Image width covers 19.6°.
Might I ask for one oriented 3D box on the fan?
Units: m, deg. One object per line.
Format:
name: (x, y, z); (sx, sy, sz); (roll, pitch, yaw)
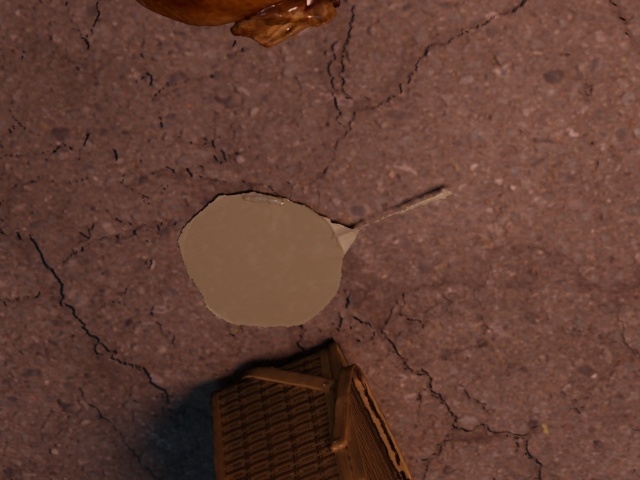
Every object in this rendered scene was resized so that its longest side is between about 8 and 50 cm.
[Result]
fan: (0.000, -0.001, 1.975); (0.310, 0.010, 0.182); (-19, 119, 18)

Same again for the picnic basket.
picnic basket: (0.006, 0.278, 1.979); (0.175, 0.313, 0.228); (-22, 117, 6)

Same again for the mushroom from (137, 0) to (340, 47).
mushroom: (-0.082, -0.303, 1.689); (0.263, 0.195, 0.283); (-34, 114, 15)
